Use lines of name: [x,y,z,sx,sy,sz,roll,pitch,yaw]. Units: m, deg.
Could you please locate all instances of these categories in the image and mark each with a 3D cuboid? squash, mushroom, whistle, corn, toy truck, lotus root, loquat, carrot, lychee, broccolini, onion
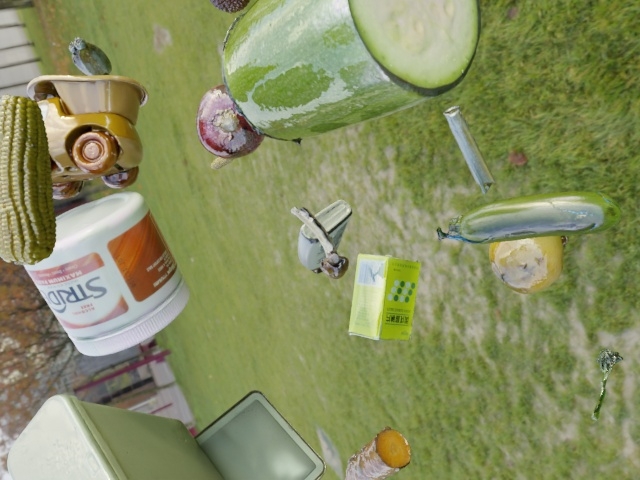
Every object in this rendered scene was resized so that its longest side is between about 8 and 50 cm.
squash: [0.375,-0.040,1.070,0.331,0.087,0.087,-7,105,30]
mushroom: [0.000,0.000,1.245,0.187,0.060,0.061,58,-173,16]
whistle: [0.501,-0.298,1.927,0.057,0.068,0.327,1,131,50]
corn: [-0.409,-0.080,0.795,0.080,0.080,0.231,-167,76,-64]
toy truck: [-0.494,-0.210,1.187,0.204,0.287,0.212,90,172,-83]
corn: [-0.237,-0.195,1.400,0.083,0.028,0.027,-24,91,40]
lotus root: [-0.660,-0.519,1.646,0.088,0.088,0.165,60,-175,22]
loquat: [0.641,0.039,1.768,0.244,0.243,0.244,49,151,41]
carrot: [0.115,0.544,1.364,0.102,0.101,0.263,57,136,29]
lychee: [-0.238,-0.642,1.456,0.123,0.128,0.124,-5,84,53]
broccolini: [0.930,0.466,1.894,0.057,0.254,0.071,42,148,-16]
squash: [0.024,-0.313,0.925,0.384,0.263,0.263,-3,107,55]
onion: [-0.187,-0.252,1.232,0.195,0.159,0.160,-110,3,-81]

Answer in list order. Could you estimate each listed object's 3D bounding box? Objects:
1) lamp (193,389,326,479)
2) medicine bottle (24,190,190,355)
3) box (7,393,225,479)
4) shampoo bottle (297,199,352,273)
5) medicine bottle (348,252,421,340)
lamp: [-0.158,0.516,1.335,0.269,0.266,0.047,44,136,16]
medicine bottle: [-0.420,0.058,1.141,0.252,0.252,0.241,26,142,60]
box: [-0.344,0.478,1.080,0.352,0.177,0.344,38,179,34]
shampoo bottle: [0.004,0.016,1.551,0.071,0.153,0.284,45,157,17]
medicine bottle: [0.187,0.169,1.707,0.141,0.137,0.251,5,86,49]
